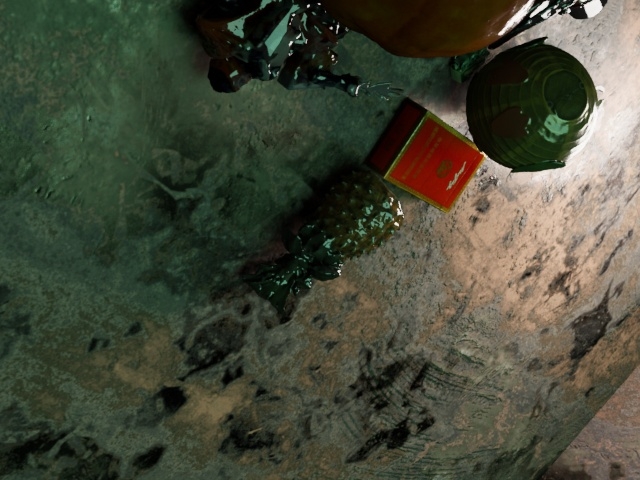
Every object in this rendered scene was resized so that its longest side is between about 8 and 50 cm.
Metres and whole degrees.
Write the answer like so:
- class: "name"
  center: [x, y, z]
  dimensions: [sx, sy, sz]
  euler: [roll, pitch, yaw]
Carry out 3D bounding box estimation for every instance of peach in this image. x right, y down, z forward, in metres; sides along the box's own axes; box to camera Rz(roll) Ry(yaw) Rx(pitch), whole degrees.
- class: "peach"
  center: [0.145, -0.400, 1.188]
  dimensions: [0.343, 0.343, 0.301]
  euler: [19, 99, -48]

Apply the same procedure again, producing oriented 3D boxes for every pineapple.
- class: "pineapple"
  center: [0.000, 0.000, 1.593]
  dimensions: [0.310, 0.141, 0.170]
  euler: [-38, 144, -2]

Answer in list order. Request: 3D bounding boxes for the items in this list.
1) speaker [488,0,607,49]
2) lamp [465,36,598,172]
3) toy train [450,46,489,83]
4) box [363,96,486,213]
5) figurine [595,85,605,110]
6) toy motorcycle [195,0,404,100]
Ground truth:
- class: "speaker"
  center: [0.417, -0.470, 1.566]
  dimensions: [0.259, 0.198, 0.329]
  euler: [-60, 149, -7]
- class: "lamp"
  center: [0.391, -0.251, 1.681]
  dimensions: [0.250, 0.284, 0.250]
  euler: [1, 87, -17]
- class: "toy train"
  center: [0.281, -0.338, 1.651]
  dimensions: [0.083, 0.033, 0.053]
  euler: [-37, 144, -15]
- class: "box"
  center: [0.209, -0.160, 1.700]
  dimensions: [0.240, 0.074, 0.153]
  euler: [23, 100, -48]
- class: "figurine"
  center: [0.504, -0.309, 1.782]
  dimensions: [0.132, 0.154, 0.132]
  euler: [-25, 135, -28]
- class: "toy motorcycle"
  center: [-0.036, -0.294, 1.319]
  dimensions: [0.401, 0.134, 0.207]
  euler: [7, 116, -43]
